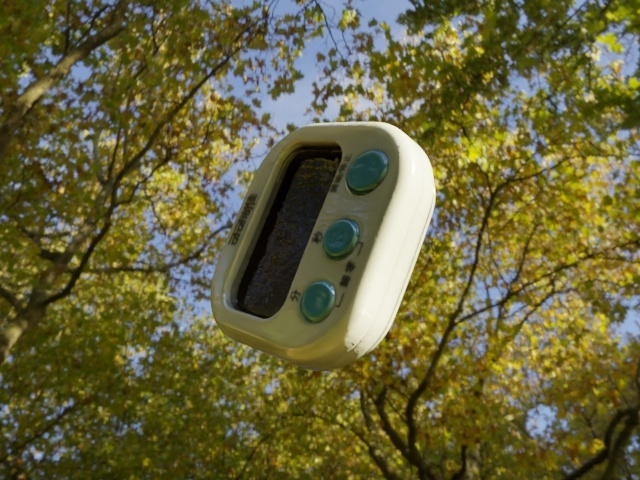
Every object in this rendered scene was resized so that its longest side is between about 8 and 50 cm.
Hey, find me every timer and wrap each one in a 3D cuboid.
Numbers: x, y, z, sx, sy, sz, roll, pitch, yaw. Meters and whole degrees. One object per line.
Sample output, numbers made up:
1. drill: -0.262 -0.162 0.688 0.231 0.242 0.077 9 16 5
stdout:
1. timer: 0.000 0.000 0.690 0.087 0.262 0.237 31 -14 -39
